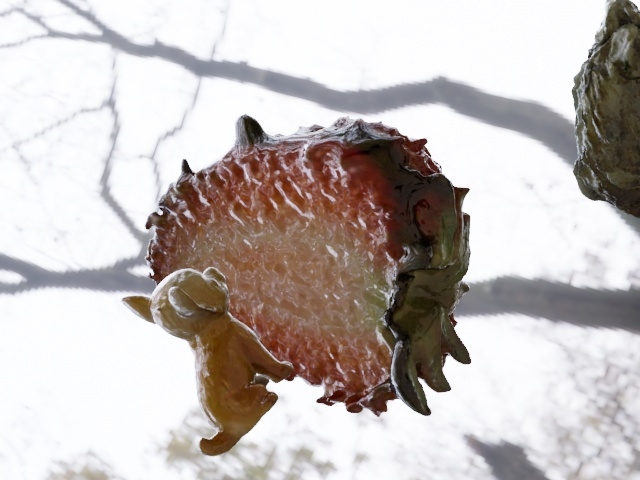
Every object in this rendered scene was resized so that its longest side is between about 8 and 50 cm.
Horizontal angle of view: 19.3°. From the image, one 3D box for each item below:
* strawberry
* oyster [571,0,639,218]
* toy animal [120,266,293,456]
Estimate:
[{"bbox_3d":[0.000,0.000,1.508,0.137,0.306,0.233,-18,-64,-43],"label":"strawberry"},{"bbox_3d":[0.250,-0.097,1.433,0.125,0.064,0.177,9,-61,-4],"label":"oyster"},{"bbox_3d":[-0.059,0.053,0.897,0.083,0.060,0.081,42,-118,-9],"label":"toy animal"}]
